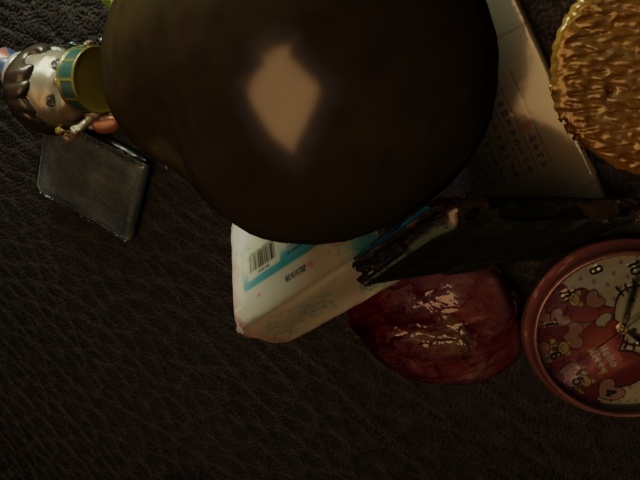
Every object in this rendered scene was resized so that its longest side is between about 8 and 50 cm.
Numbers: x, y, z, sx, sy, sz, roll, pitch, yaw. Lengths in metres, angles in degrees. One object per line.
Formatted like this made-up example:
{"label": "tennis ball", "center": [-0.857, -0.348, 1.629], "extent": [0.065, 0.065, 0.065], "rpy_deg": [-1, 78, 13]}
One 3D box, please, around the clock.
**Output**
{"label": "clock", "center": [0.379, 0.113, 0.821], "extent": [0.245, 0.056, 0.244], "rpy_deg": [3, 106, 11]}

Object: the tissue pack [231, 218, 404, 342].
{"label": "tissue pack", "center": [0.000, 0.002, 0.894], "extent": [0.271, 0.201, 0.124], "rpy_deg": [-33, 137, 32]}

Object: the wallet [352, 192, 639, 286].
{"label": "wallet", "center": [0.203, -0.007, 0.720], "extent": [0.169, 0.317, 0.044], "rpy_deg": [-36, 64, 51]}

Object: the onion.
{"label": "onion", "center": [0.135, 0.127, 0.912], "extent": [0.284, 0.120, 0.227], "rpy_deg": [-16, 115, 38]}

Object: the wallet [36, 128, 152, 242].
{"label": "wallet", "center": [-0.399, -0.115, 1.135], "extent": [0.222, 0.036, 0.167], "rpy_deg": [28, 118, 12]}

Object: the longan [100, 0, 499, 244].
{"label": "longan", "center": [-0.018, -0.184, 0.669], "extent": [0.405, 0.404, 0.336], "rpy_deg": [24, 158, 16]}

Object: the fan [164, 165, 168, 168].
{"label": "fan", "center": [-0.244, -0.153, 1.061], "extent": [0.056, 0.004, 0.083], "rpy_deg": [30, 120, 12]}

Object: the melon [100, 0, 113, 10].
{"label": "melon", "center": [-0.240, -0.369, 0.911], "extent": [0.323, 0.196, 0.124], "rpy_deg": [50, 157, -8]}

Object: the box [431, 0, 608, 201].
{"label": "box", "center": [0.188, -0.179, 0.815], "extent": [0.205, 0.051, 0.365], "rpy_deg": [-22, 99, 31]}

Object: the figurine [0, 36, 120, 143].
{"label": "figurine", "center": [-0.398, -0.238, 1.009], "extent": [0.276, 0.158, 0.161], "rpy_deg": [3, 83, 29]}

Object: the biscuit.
{"label": "biscuit", "center": [0.381, -0.191, 0.705], "extent": [0.254, 0.035, 0.253], "rpy_deg": [4, 107, 12]}
